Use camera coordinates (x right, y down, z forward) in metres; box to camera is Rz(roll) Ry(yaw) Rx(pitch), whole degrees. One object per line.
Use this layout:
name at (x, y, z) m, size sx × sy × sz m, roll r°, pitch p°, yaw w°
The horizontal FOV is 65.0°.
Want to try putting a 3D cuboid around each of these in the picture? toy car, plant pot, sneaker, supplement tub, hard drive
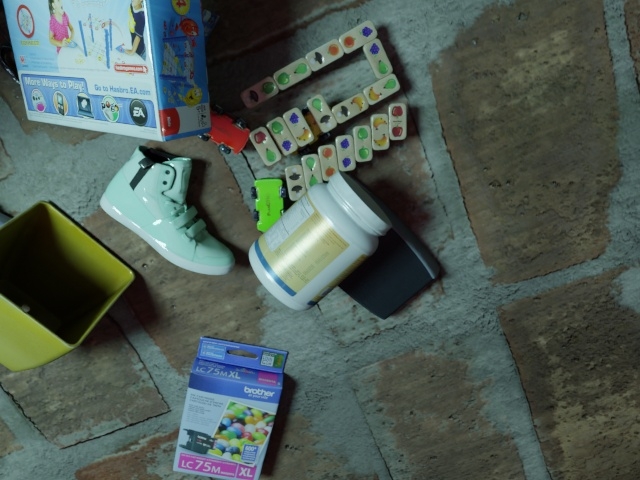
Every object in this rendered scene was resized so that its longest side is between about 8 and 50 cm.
toy car at (-0.091, -0.125, 0.859) m, size 0.239 × 0.053 × 0.224 m, roll -1°, pitch 111°, yaw 0°
plant pot at (-0.496, 0.097, 0.865) m, size 0.187 × 0.212 × 0.212 m, roll -38°, pitch 107°, yaw 26°
sneaker at (-0.233, -0.053, 0.857) m, size 0.256 × 0.094 × 0.151 m, roll 34°, pitch 112°, yaw -10°
supplement tub at (0.000, 0.000, 0.801) m, size 0.200 × 0.144 × 0.144 m, roll -43°, pitch 105°, yaw 13°
hard drive at (0.084, 0.023, 0.916) m, size 0.172 × 0.054 × 0.255 m, roll -42°, pitch 106°, yaw 13°

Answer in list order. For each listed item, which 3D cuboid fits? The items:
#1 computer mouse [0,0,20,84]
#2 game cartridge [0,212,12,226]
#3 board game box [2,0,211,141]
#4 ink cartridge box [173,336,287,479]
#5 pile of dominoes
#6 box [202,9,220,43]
computer mouse at (-0.497, -0.351, 0.781) m, size 0.071 × 0.041 × 0.241 m, roll -10°, pitch 117°, yaw 12°
game cartridge at (-0.741, -0.028, 0.867) m, size 0.355 × 0.068 × 0.230 m, roll 30°, pitch 113°, yaw -15°
board game box at (-0.291, -0.300, 0.654) m, size 0.309 × 0.086 × 0.301 m, roll 15°, pitch 116°, yaw 30°
ink cartridge box at (-0.187, 0.355, 1.034) m, size 0.186 × 0.065 × 0.310 m, roll 13°, pitch 108°, yaw -6°
pile of dominoes at (0.015, -0.195, 0.787) m, size 0.251 × 0.040 × 0.195 m, roll -30°, pitch 107°, yaw 2°
box at (-0.220, -0.275, 0.770) m, size 0.043 × 0.109 × 0.178 m, roll 29°, pitch 107°, yaw -10°
